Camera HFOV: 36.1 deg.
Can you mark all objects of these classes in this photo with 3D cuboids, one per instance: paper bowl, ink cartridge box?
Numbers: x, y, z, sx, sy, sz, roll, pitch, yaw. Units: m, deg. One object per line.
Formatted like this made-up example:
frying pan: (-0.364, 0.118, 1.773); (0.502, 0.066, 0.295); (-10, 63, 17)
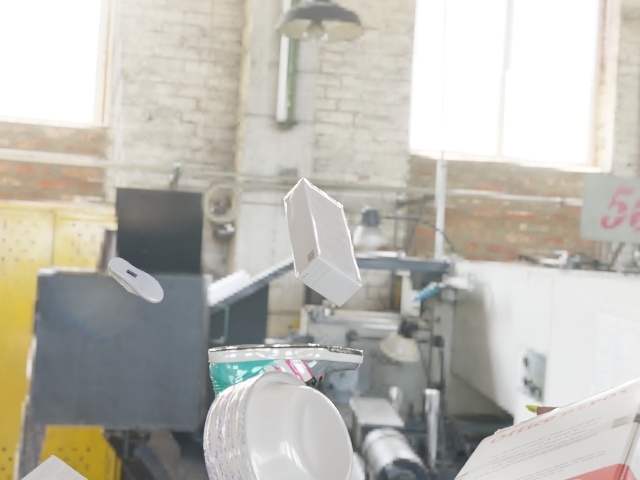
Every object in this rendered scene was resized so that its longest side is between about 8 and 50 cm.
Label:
paper bowl: (-0.051, 0.357, 1.650); (0.148, 0.284, 0.284); (-25, -14, 26)
ink cartridge box: (0.209, 0.238, 0.847); (0.197, 0.114, 0.273); (-28, 0, 28)

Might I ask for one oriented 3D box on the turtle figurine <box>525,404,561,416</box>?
turtle figurine: (0.316, 0.338, 1.355); (0.269, 0.217, 0.087); (15, -15, -43)

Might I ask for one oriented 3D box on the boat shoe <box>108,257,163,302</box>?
boat shoe: (-0.289, 0.067, 1.534); (0.100, 0.035, 0.035); (34, -33, -1)

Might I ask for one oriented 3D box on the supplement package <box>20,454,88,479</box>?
supplement package: (-0.338, 0.399, 1.329); (0.179, 0.105, 0.105); (33, 24, 9)

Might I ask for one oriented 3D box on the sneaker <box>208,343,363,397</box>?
sneaker: (-0.062, 0.286, 1.846); (0.295, 0.179, 0.124); (0, -2, -13)

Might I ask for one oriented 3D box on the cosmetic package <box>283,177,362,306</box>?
cosmetic package: (0.000, 0.000, 1.645); (0.099, 0.060, 0.239); (33, 24, -26)
